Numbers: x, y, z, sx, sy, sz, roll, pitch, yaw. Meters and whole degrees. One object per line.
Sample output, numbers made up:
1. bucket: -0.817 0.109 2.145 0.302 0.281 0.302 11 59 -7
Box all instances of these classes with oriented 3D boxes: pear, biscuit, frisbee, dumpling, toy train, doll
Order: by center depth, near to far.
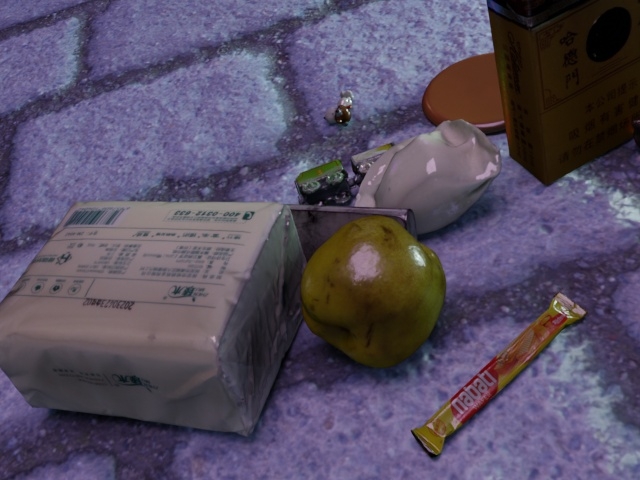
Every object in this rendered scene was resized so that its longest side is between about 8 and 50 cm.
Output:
1. biscuit: 0.232 0.169 0.987 0.292 0.026 0.048 -38 65 -19
2. pear: 0.072 0.064 1.034 0.200 0.200 0.200 -11 43 10
3. dumpling: 0.158 -0.102 1.213 0.252 0.131 0.179 -33 49 18
4. toy train: 0.053 -0.110 1.314 0.202 0.060 0.081 -20 37 -3
5. frisbee: 0.311 -0.278 1.422 0.250 0.021 0.251 -11 42 10
6. doll: 0.044 -0.255 1.484 0.058 0.040 0.085 12 51 43

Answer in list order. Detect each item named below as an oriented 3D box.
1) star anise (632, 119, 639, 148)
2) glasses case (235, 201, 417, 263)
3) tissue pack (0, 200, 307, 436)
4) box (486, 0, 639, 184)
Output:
1. star anise: 0.566 -0.142 1.136 0.220 0.099 0.214 -45 34 -18
2. glasses case: 0.000 0.000 1.191 0.299 0.114 0.060 3 21 24
3. tissue pack: -0.233 0.097 1.098 0.380 0.207 0.297 3 45 22
4. box: 0.389 -0.314 1.134 0.264 0.415 0.116 -27 43 -8
